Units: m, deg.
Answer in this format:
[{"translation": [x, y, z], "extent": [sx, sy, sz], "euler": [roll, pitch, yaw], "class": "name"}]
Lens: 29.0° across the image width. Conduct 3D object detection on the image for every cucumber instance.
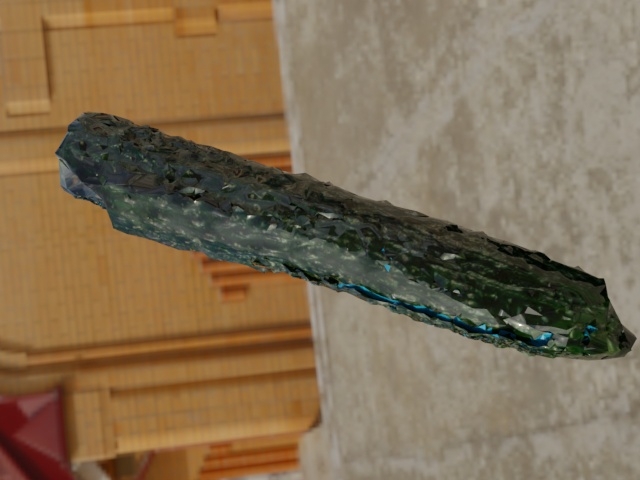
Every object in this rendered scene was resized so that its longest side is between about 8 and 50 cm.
[{"translation": [0.000, -0.001, 0.495], "extent": [0.044, 0.256, 0.043], "euler": [-32, -45, -56], "class": "cucumber"}]
